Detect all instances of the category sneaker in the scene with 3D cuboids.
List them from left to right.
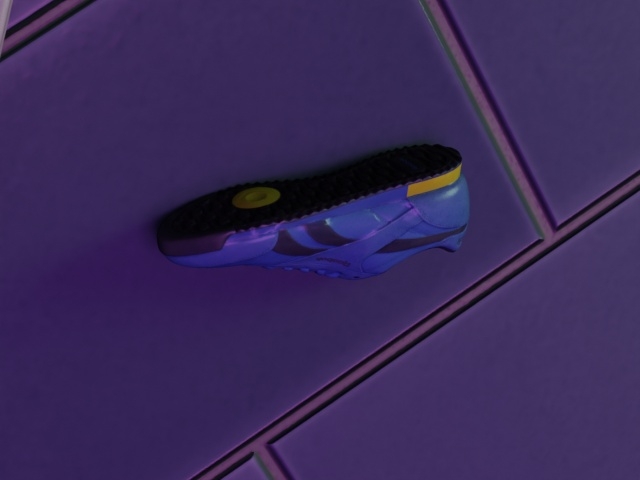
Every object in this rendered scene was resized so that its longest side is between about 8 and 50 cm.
[{"bbox_3d":[0.000,0.000,1.134,0.209,0.069,0.082,-13,118,-17],"label":"sneaker"}]

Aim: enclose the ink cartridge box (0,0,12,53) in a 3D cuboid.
[{"bbox_3d":[-0.294,-0.075,0.904,0.223,0.129,0.307,13,87,-27],"label":"ink cartridge box"}]
